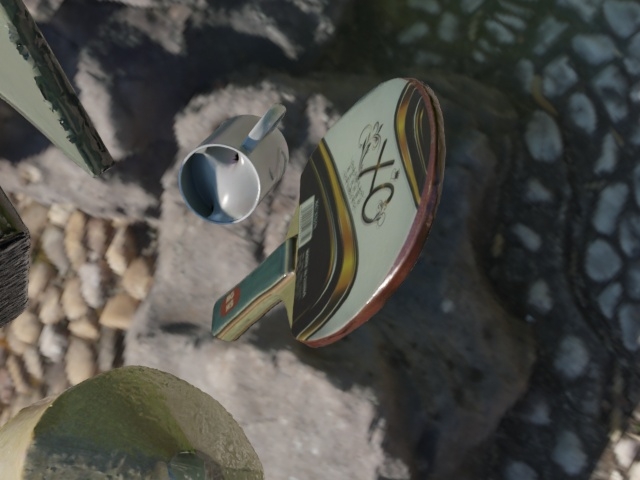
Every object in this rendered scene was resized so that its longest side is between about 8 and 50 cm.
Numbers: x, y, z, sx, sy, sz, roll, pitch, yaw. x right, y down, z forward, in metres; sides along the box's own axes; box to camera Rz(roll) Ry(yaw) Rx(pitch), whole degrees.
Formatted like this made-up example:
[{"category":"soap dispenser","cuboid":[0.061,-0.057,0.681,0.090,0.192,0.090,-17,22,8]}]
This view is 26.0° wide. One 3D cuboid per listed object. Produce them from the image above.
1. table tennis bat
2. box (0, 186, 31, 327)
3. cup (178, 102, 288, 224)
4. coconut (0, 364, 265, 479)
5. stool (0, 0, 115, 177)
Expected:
[{"category":"table tennis bat","cuboid":[0.000,0.000,0.952,0.301,0.022,0.173,-38,41,51]},{"category":"box","cuboid":[-0.305,0.057,0.967,0.211,0.350,0.058,-31,88,-17]},{"category":"cup","cuboid":[-0.084,-0.091,1.623,0.136,0.133,0.099,-22,103,21]},{"category":"coconut","cuboid":[-0.168,0.226,1.173,0.244,0.239,0.239,-30,55,52]},{"category":"stool","cuboid":[-0.098,-0.222,0.615,0.243,0.270,0.170,-40,49,-17]}]
